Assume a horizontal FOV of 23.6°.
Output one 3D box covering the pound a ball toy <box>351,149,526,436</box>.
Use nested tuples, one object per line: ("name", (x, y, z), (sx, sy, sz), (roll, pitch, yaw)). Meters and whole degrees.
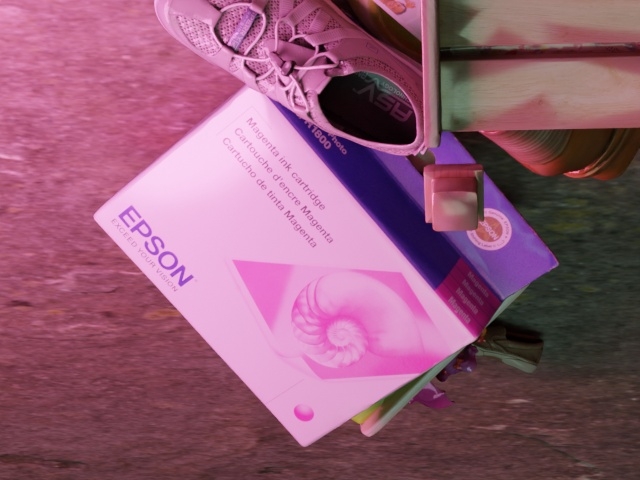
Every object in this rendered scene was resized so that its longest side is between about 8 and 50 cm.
("pound a ball toy", (0.069, 0.025, 1.607), (0.208, 0.135, 0.319), (33, 114, -22))

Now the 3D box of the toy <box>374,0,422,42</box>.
("toy", (0.132, -0.189, 1.303), (0.137, 0.056, 0.237), (-21, 140, 33))

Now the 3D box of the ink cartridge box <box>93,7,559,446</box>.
("ink cartridge box", (0.000, 0.000, 1.472), (0.330, 0.071, 0.324), (-37, 100, 30))

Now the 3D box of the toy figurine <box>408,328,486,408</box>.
("toy figurine", (0.141, 0.112, 1.736), (0.173, 0.159, 0.130), (-21, 140, 32))

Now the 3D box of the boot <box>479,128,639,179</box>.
("boot", (0.236, -0.186, 1.261), (0.109, 0.283, 0.220), (18, -178, 37))

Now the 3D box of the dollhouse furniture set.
("dollhouse furniture set", (0.226, -0.197, 1.122), (0.303, 0.174, 0.355), (0, 121, 5))

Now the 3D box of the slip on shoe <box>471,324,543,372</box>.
("slip on shoe", (0.209, 0.120, 1.853), (0.135, 0.051, 0.041), (22, 107, -15))

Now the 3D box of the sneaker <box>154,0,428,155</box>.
("sneaker", (-0.011, -0.161, 1.323), (0.281, 0.115, 0.105), (24, 108, -8))

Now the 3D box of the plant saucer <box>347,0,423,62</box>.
("plant saucer", (0.136, -0.220, 1.340), (0.241, 0.037, 0.241), (2, 146, 2))
